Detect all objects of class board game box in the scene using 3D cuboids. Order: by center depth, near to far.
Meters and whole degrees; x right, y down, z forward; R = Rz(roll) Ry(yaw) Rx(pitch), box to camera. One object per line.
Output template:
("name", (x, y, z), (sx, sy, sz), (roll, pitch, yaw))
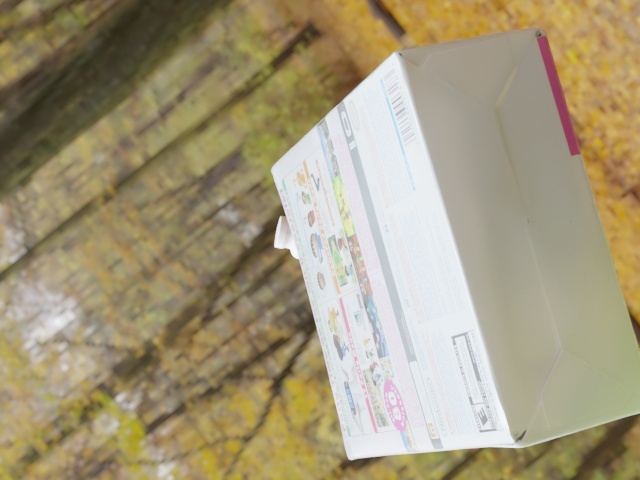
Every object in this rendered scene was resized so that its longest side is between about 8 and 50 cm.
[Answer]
("board game box", (0.072, 0.018, 0.930), (0.303, 0.097, 0.224), (151, 105, -71))

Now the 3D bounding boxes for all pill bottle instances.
("pill bottle", (0.000, 0.000, 1.391), (0.083, 0.043, 0.043), (12, -172, -6))
